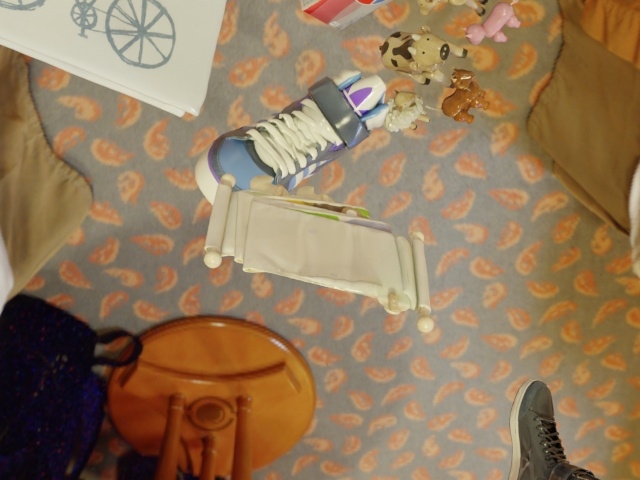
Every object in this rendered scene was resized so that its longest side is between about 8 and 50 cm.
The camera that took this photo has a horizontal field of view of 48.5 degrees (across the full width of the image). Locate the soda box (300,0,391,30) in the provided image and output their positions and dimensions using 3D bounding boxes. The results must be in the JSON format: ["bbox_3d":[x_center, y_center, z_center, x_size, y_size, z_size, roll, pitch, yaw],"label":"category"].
[{"bbox_3d":[0.093,-0.361,0.859,0.263,0.092,0.083,-21,163,33],"label":"soda box"}]

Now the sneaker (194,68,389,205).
[{"bbox_3d":[-0.019,-0.166,1.031,0.236,0.323,0.130,-38,88,31],"label":"sneaker"}]

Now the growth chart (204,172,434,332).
[{"bbox_3d":[0.000,0.000,0.703,0.237,0.172,0.021,15,125,-1],"label":"growth chart"}]

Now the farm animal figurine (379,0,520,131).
[{"bbox_3d":[0.234,-0.409,1.466,0.172,0.326,0.331,15,80,-31],"label":"farm animal figurine"}]

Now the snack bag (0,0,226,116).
[{"bbox_3d":[-0.237,-0.352,0.805,0.323,0.037,0.343,16,85,-40],"label":"snack bag"}]

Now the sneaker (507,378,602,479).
[{"bbox_3d":[0.363,0.321,1.062,0.086,0.226,0.163,18,161,-28],"label":"sneaker"}]
